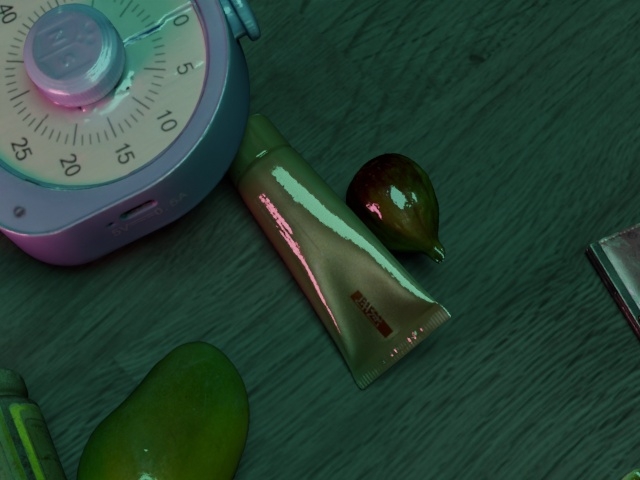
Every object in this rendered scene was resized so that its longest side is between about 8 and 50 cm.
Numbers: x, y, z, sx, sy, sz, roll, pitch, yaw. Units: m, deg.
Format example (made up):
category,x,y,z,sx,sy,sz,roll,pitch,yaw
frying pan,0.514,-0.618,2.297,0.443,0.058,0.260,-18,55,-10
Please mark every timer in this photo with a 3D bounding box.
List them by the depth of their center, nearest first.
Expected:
category,x,y,z,sx,sy,sz,roll,pitch,yaw
timer,-0.252,-0.193,1.441,0.394,0.173,0.395,-3,70,9

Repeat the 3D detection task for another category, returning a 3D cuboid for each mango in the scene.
category,x,y,z,sx,sy,sz,roll,pitch,yaw
mango,-0.160,0.222,1.341,0.156,0.114,0.251,21,51,14

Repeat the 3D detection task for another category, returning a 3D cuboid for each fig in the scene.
category,x,y,z,sx,sy,sz,roll,pitch,yaw
fig,0.102,-0.033,1.503,0.109,0.103,0.154,-47,68,-1

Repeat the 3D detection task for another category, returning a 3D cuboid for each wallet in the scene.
category,x,y,z,sx,sy,sz,roll,pitch,yaw
wallet,0.435,0.084,1.536,0.119,0.025,0.232,-22,70,-18

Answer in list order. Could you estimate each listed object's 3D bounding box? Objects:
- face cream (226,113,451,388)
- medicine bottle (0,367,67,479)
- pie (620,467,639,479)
category,x,y,z,sx,sy,sz,roll,pitch,yaw
face cream,0.000,0.000,1.481,0.137,0.084,0.341,-41,74,12
medicine bottle,-0.315,0.300,1.253,0.151,0.151,0.323,-19,68,-16
pie,0.377,0.298,1.426,0.085,0.017,0.085,3,63,-6
